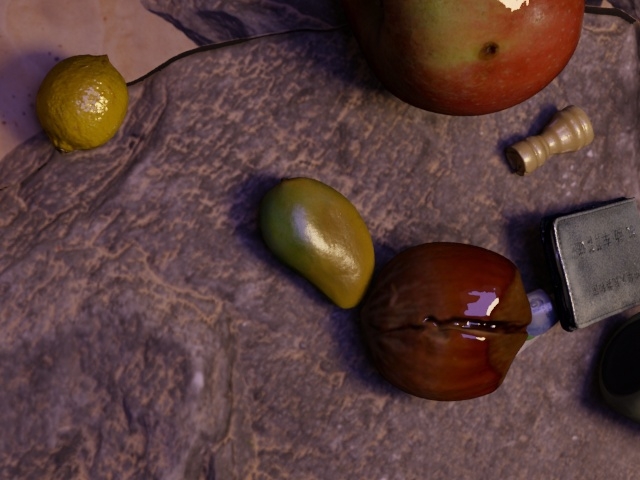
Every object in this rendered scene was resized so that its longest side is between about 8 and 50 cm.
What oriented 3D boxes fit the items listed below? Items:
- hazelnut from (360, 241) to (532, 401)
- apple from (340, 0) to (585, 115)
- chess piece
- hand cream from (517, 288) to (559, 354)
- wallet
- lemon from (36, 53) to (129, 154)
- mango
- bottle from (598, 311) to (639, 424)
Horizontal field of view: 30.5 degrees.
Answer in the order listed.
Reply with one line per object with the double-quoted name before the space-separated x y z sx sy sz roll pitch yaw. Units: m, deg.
"hazelnut" 0.164 0.108 1.545 0.180 0.181 0.212 4 94 -40
"apple" 0.178 -0.332 1.504 0.276 0.348 0.349 -19 92 -11
"chess piece" 0.330 -0.140 1.692 0.122 0.066 0.066 -32 97 -16
"hand cream" 0.289 0.114 1.664 0.142 0.053 0.084 -31 97 -10
"wallet" 0.403 0.031 1.688 0.222 0.036 0.167 -13 90 -40
"lemon" -0.291 -0.167 1.428 0.109 0.109 0.133 27 85 -17
"mango" 0.000 -0.004 1.545 0.191 0.085 0.122 42 62 -23
"bottle" 0.582 0.235 1.702 0.347 0.168 0.169 27 77 -20
